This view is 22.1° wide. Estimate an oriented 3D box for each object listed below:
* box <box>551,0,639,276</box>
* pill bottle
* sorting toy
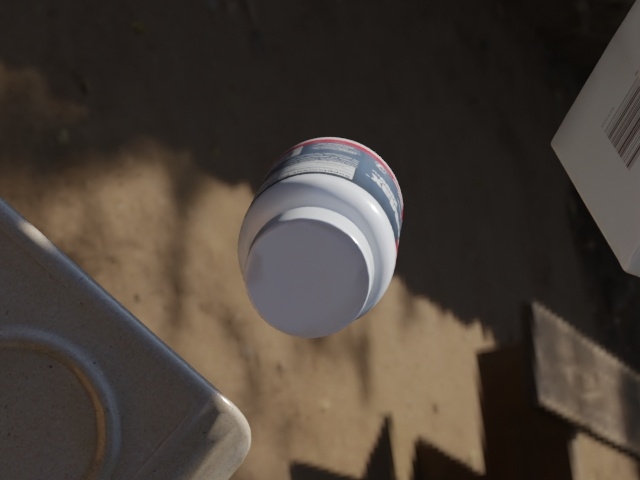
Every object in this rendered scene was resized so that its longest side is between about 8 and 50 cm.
[{"bbox_3d":[0.395,-0.041,1.325,0.345,0.168,0.215,19,25,-20],"label":"box"},{"bbox_3d":[0.000,0.000,1.116,0.180,0.108,0.108,-72,145,-72],"label":"pill bottle"},{"bbox_3d":[-0.157,0.068,0.533,0.208,0.193,0.038,43,-8,-10],"label":"sorting toy"}]
